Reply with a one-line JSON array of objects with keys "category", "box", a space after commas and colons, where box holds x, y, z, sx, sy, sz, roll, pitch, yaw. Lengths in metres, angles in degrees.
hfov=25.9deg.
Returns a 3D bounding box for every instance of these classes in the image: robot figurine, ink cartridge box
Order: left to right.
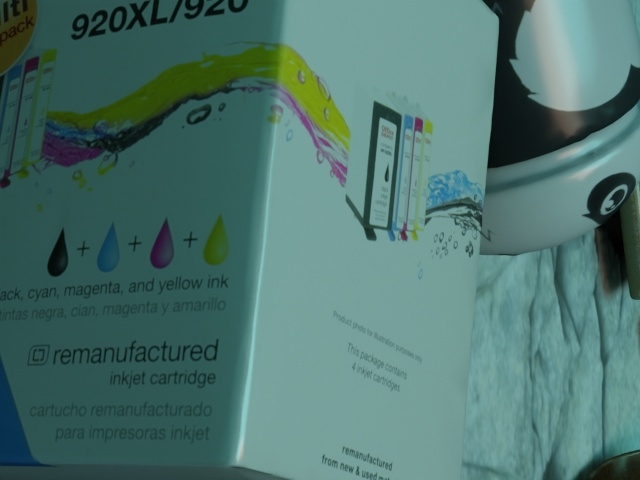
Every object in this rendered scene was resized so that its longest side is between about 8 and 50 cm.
[{"category": "ink cartridge box", "box": [-0.045, -0.011, 0.562, 0.168, 0.171, 0.232, 31, 60, -54]}, {"category": "robot figurine", "box": [0.095, -0.126, 0.801, 0.209, 0.173, 0.278, -23, 112, -12]}]

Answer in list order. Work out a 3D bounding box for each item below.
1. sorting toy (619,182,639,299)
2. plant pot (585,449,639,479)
[{"category": "sorting toy", "box": [0.302, -0.023, 1.272, 0.229, 0.041, 0.307, -23, 106, -62]}, {"category": "plant pot", "box": [0.307, 0.314, 1.102, 0.215, 0.215, 0.230, -25, 122, -57]}]
